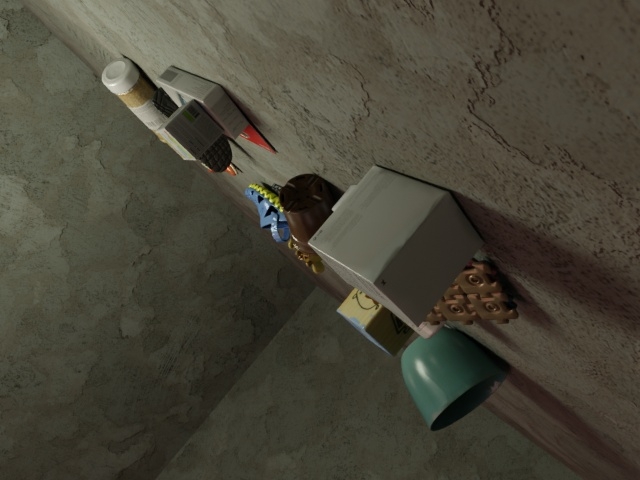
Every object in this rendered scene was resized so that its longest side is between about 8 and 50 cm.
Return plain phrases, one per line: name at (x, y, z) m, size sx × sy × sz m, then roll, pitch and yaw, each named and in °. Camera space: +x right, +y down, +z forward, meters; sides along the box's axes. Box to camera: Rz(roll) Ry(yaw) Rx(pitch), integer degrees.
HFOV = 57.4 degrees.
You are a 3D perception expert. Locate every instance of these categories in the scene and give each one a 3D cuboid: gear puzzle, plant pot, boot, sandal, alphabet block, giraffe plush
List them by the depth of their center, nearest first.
gear puzzle at (0.230, 0.105, 1.209) m, size 0.339 × 0.044 × 0.175 m, roll -9°, pitch 129°, yaw 43°
plant pot at (-0.024, -0.074, 1.504) m, size 0.167 × 0.167 × 0.165 m, roll 35°, pitch 164°, yaw 35°
giraffe plush at (0.000, 0.000, 1.720) m, size 0.181 × 0.170 × 0.210 m, roll 39°, pitch 172°, yaw 11°
plant pot at (0.397, 0.417, 1.853) m, size 0.235 × 0.293 × 0.293 m, roll 54°, pitch -179°, yaw 31°
boot at (-0.414, -0.364, 1.953) m, size 0.338 × 0.118 × 0.223 m, roll 52°, pitch 174°, yaw -4°
alphabet block at (0.215, 0.248, 2.020) m, size 0.193 × 0.197 × 0.192 m, roll 45°, pitch 171°, yaw -33°
sandal at (-0.180, -0.100, 2.124) m, size 0.317 × 0.138 × 0.126 m, roll 37°, pitch -174°, yaw 38°
boot at (-0.399, -0.291, 2.327) m, size 0.158 × 0.084 × 0.059 m, roll 36°, pitch 170°, yaw 18°

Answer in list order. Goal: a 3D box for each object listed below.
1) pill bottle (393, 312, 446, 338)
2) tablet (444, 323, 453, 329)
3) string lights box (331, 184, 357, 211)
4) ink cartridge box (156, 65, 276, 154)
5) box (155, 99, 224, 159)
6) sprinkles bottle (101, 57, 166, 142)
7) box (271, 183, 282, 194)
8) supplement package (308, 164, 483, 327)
pill bottle at (0.234, 0.143, 1.555) m, size 0.229 × 0.131 × 0.131 m, roll 40°, pitch 173°, yaw 5°
tablet at (0.416, 0.284, 1.966) m, size 0.083 × 0.006 × 0.054 m, roll 39°, pitch 173°, yaw 16°
string lights box at (0.156, -0.009, 1.262) m, size 0.260 × 0.076 × 0.133 m, roll 42°, pitch 172°, yaw -14°
ink cartridge box at (-0.283, -0.333, 1.575) m, size 0.296 × 0.066 × 0.261 m, roll 33°, pitch 168°, yaw 46°
box at (-0.344, -0.283, 1.519) m, size 0.114 × 0.103 × 0.203 m, roll 45°, pitch 170°, yaw -22°
sprinkles bottle at (-0.629, -0.496, 2.107) m, size 0.121 × 0.121 × 0.355 m, roll 36°, pitch 171°, yaw 31°
box at (-0.125, -0.157, 2.000) m, size 0.083 × 0.018 × 0.067 m, roll 45°, pitch 171°, yaw -31°
supplement package at (0.129, 0.004, 1.022) m, size 0.149 × 0.194 × 0.203 m, roll 45°, pitch 172°, yaw -37°
